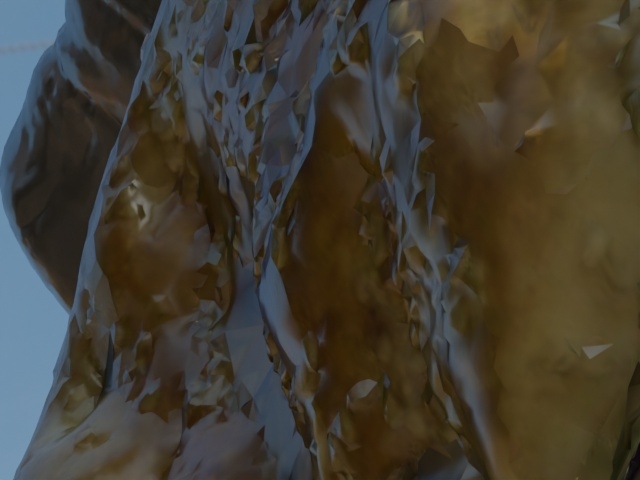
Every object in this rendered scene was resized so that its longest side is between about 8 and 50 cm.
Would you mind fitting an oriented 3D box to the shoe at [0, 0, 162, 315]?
[{"bbox_3d":[0.000,0.000,0.934,0.384,0.171,0.237,39,-56,28],"label":"shoe"}]

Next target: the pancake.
[{"bbox_3d":[0.011,0.017,0.463,0.082,0.387,0.387,15,-46,-23],"label":"pancake"}]
